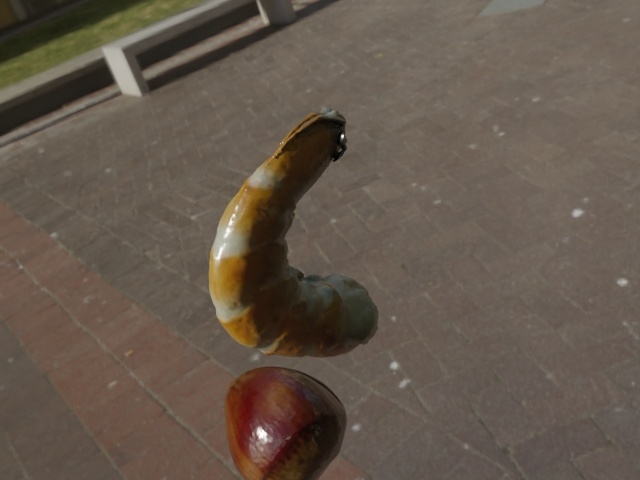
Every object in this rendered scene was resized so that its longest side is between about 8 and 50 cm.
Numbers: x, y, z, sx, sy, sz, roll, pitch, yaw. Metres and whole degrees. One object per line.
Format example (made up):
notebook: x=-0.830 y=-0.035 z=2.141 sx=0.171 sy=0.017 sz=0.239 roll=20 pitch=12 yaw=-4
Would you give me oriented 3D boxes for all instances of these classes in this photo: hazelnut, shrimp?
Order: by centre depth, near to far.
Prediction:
shrimp: x=0.000 y=0.000 z=0.487 sx=0.161 sy=0.166 sz=0.049 roll=14 pitch=10 yaw=-42
hazelnut: x=-0.065 y=0.288 z=1.149 sx=0.208 sy=0.208 sz=0.208 roll=-15 pitch=27 yaw=8
